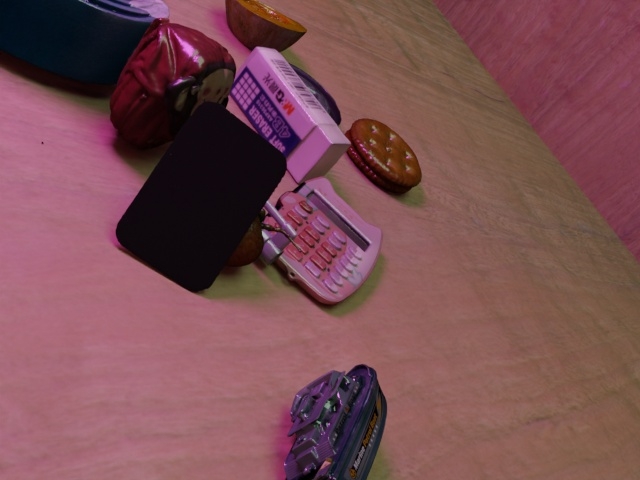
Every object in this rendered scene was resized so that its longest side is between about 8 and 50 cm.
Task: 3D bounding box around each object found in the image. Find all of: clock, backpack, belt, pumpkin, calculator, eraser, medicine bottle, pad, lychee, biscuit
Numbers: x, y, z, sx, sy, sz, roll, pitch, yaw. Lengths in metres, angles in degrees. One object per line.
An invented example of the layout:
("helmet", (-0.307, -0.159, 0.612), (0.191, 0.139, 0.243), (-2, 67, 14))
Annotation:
("clock", (-0.051, -0.329, 1.817), (0.226, 0.049, 0.226), (31, 32, -21))
("backpack", (-0.246, -0.241, 1.269), (0.139, 0.229, 0.229), (44, 28, 4))
("belt", (-0.467, -0.427, 1.273), (0.437, 0.173, 0.300), (28, 29, -27))
("pumpkin", (-0.149, -0.517, 1.898), (0.217, 0.110, 0.217), (23, 28, -13))
("calculator", (0.000, 0.000, 1.445), (0.220, 0.048, 0.329), (45, 30, -1))
("eraser", (-0.069, -0.259, 1.615), (0.081, 0.124, 0.279), (-8, 57, -55))
("medicine bottle", (-0.136, -0.062, 1.297), (0.220, 0.092, 0.061), (48, 18, 7))
("pad", (-0.237, -0.108, 1.136), (0.323, 0.250, 0.055), (34, -9, -2))
("lychee", (-0.125, -0.009, 1.226), (0.140, 0.101, 0.114), (-28, 108, -44))
("biscuit", (0.150, -0.202, 1.889), (0.220, 0.066, 0.220), (29, 34, -22))

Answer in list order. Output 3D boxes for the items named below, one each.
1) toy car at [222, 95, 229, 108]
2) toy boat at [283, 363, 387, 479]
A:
("toy car", (-0.254, -0.311, 1.485), (0.210, 0.089, 0.108), (41, 23, 0))
("toy boat", (0.020, 0.252, 1.051), (0.122, 0.114, 0.296), (48, 28, -10))
